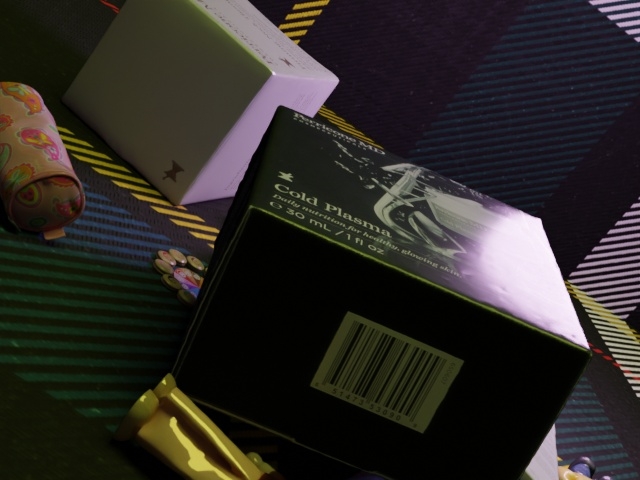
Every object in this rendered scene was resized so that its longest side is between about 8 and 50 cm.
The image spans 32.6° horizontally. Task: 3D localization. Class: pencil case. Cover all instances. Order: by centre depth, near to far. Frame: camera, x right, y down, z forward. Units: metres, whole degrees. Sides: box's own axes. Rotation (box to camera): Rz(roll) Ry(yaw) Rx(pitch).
[{"bbox_3d":[-0.443,-0.125,1.653,0.124,0.124,0.284,23,23,-43],"label":"pencil case"}]

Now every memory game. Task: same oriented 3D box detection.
[{"bbox_3d":[-0.198,0.076,1.814,0.186,0.012,0.186,35,17,-12],"label":"memory game"}]

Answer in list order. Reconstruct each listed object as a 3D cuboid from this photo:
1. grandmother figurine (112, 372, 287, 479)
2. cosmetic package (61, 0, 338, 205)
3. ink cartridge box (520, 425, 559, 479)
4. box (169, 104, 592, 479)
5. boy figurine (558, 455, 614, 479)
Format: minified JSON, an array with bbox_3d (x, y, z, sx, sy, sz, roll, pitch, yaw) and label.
[{"bbox_3d":[-0.084,0.303,1.303,0.342,0.104,0.208,37,25,4],"label":"grandmother figurine"},{"bbox_3d":[-0.229,-0.303,2.207,0.329,0.327,0.394,42,18,10],"label":"cosmetic package"},{"bbox_3d":[0.304,0.303,1.993,0.308,0.091,0.385,49,19,-9],"label":"ink cartridge box"},{"bbox_3d":[0.081,0.079,1.584,0.480,0.297,0.472,23,20,-7],"label":"box"},{"bbox_3d":[0.496,0.496,2.042,0.177,0.092,0.285,42,17,9],"label":"boy figurine"}]
